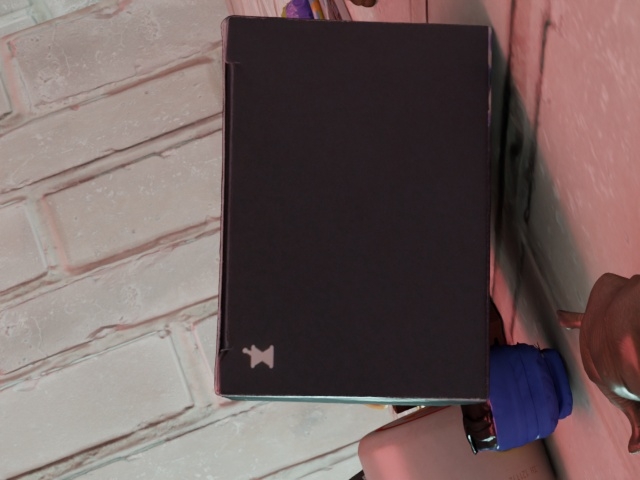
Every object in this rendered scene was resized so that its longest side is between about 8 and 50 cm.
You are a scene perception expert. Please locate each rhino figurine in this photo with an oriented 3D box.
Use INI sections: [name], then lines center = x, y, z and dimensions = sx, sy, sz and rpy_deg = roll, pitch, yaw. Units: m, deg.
[rhino figurine]
center = 0.194, 0.069, 0.895
dimensions = 0.243, 0.073, 0.106
rpy_deg = 146, 99, -88

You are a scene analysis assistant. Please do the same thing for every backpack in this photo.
[backpack]
center = 0.172, 0.133, 1.331
dimensions = 0.120, 0.101, 0.098
rpy_deg = 92, 159, -83

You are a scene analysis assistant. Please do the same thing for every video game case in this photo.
[video game case]
center = 0.026, -0.282, 1.925
dimensions = 0.122, 0.011, 0.087
rpy_deg = 79, 171, -69

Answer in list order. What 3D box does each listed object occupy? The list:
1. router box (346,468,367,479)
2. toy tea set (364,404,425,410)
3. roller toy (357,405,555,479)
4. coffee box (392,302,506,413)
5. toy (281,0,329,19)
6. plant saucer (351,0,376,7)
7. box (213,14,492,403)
[router box]
center = 0.147, 0.444, 1.795
dimensions = 0.309, 0.081, 0.243
rpy_deg = 49, 171, 44
[toy tea set]
center = 0.042, 0.176, 1.965
dimensions = 0.336, 0.124, 0.200
rpy_deg = 12, 141, 34
[roller toy]
center = 0.148, 0.248, 1.604
dimensions = 0.209, 0.191, 0.146
rpy_deg = 117, 132, -85
[coffee box]
center = 0.100, 0.056, 1.679
dimensions = 0.098, 0.141, 0.246
rpy_deg = 74, 173, -47
[toy]
center = -0.021, -0.302, 2.157
dimensions = 0.237, 0.056, 0.137
rpy_deg = 74, 173, -53
[plant saucer]
center = -0.004, -0.381, 1.626
dimensions = 0.278, 0.041, 0.278
rpy_deg = 159, 90, -86
[box]
center = 0.020, -0.004, 1.302
dimensions = 0.395, 0.212, 0.294
rpy_deg = 101, 171, -84
